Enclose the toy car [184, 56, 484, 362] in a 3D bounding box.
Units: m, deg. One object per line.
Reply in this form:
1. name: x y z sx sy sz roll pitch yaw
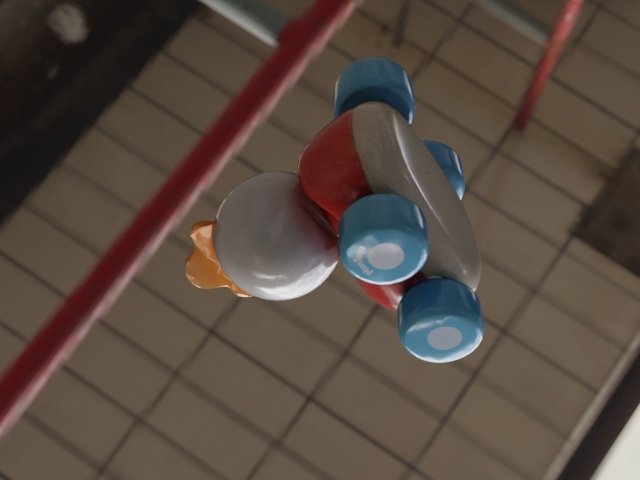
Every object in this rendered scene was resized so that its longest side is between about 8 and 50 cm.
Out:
1. toy car: 0.000 0.000 1.406 0.238 0.210 0.219 -21 -139 18
